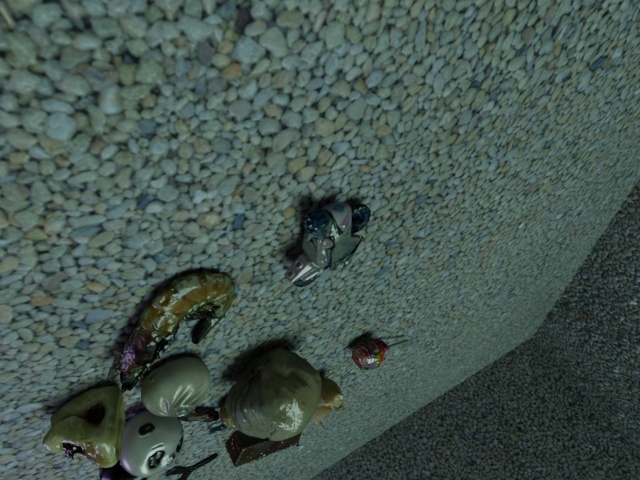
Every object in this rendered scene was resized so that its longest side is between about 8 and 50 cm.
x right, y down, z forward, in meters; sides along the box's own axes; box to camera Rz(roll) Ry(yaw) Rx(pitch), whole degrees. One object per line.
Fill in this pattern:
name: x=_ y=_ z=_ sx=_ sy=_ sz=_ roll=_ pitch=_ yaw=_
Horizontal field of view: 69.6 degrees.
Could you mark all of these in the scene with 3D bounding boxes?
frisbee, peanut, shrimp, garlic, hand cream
frisbee: x=-0.517 y=0.898 z=1.785 sx=0.210 sy=0.012 sz=0.187 roll=4 pitch=132 yaw=-45
peanut: x=-0.252 y=0.557 z=1.490 sx=0.159 sy=0.109 sz=0.140 roll=7 pitch=137 yaw=-50
shrimp: x=-0.318 y=0.207 z=1.028 sx=0.233 sy=0.071 sz=0.365 roll=7 pitch=124 yaw=-53
garlic: x=0.000 y=0.616 z=1.748 sx=0.145 sy=0.164 sz=0.245 roll=-32 pitch=157 yaw=-36
hand cream: x=-0.378 y=0.542 z=1.429 sx=0.062 sy=0.039 sz=0.163 roll=-27 pitch=148 yaw=19

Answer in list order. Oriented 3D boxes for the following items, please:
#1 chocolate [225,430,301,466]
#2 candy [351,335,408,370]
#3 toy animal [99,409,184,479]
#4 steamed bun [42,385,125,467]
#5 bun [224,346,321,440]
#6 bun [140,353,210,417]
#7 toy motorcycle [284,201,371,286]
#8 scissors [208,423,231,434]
chocolate: x=-0.209 y=0.782 z=1.837 sx=0.321 sy=0.112 sz=0.112 roll=0 pitch=124 yaw=-40
candy: x=0.249 y=0.416 z=1.777 sx=0.365 sy=0.124 sz=0.124 roll=0 pitch=134 yaw=-51
toy animal: x=-0.473 y=0.563 z=1.246 sx=0.235 sy=0.165 sz=0.187 roll=-46 pitch=168 yaw=18
steamed bun: x=-0.533 y=0.424 z=1.044 sx=0.155 sy=0.172 sz=0.141 roll=-1 pitch=127 yaw=-16
bun: x=-0.144 y=0.436 z=1.335 sx=0.281 sy=0.282 sz=0.205 roll=-39 pitch=122 yaw=6
bun: x=-0.357 y=0.379 z=1.161 sx=0.172 sy=0.120 sz=0.173 roll=-23 pitch=148 yaw=-16
toy motorcycle: x=-0.004 y=-0.004 z=1.003 sx=0.239 sy=0.108 sz=0.204 roll=-61 pitch=151 yaw=-1
scissors: x=-0.258 y=0.641 z=1.653 sx=0.138 sy=0.041 sz=0.289 roll=-37 pitch=156 yaw=35
